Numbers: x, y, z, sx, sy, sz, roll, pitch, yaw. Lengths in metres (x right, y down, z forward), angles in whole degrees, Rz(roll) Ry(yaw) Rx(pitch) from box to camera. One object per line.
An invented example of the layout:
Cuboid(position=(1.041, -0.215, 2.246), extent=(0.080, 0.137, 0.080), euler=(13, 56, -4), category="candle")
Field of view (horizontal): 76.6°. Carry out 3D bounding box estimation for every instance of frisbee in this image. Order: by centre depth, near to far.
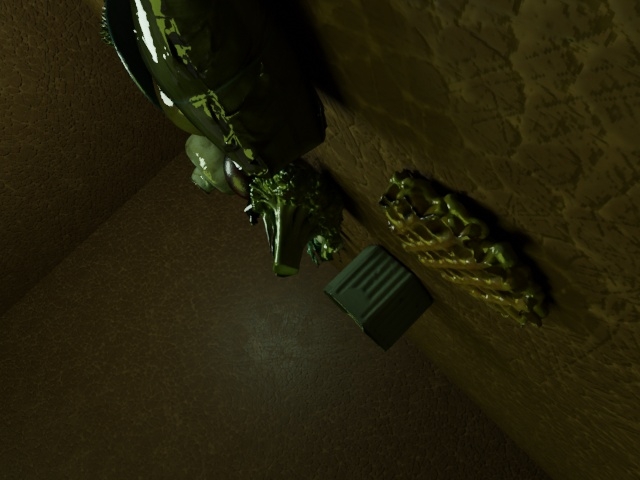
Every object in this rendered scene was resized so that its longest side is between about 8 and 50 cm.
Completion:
Cuboid(position=(-0.354, -0.420, 0.909), extent=(0.289, 0.049, 0.289), euler=(-16, -90, -76), category="frisbee")

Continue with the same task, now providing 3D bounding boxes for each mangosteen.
Cuboid(position=(-0.157, -0.189, 1.050), extent=(0.200, 0.200, 0.200), euler=(45, 175, 5), category="mangosteen")

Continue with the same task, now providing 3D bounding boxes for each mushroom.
Cuboid(position=(-0.492, -0.357, 1.930), extent=(0.352, 0.260, 0.352), euler=(44, -179, -1), category="mushroom")

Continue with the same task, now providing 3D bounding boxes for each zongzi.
Cuboid(position=(-0.168, -0.270, 0.454), extent=(0.323, 0.160, 0.360), euler=(42, 174, 30), category="zongzi")

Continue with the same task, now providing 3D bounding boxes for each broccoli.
Cuboid(position=(-0.065, -0.034, 0.937), extent=(0.247, 0.243, 0.263), euler=(-2, 153, 22), category="broccoli")

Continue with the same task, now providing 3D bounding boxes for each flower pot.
Cuboid(position=(0.148, 0.146, 1.076), extent=(0.239, 0.189, 0.209), euler=(42, 173, 28), category="flower pot")

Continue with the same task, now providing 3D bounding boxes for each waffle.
Cuboid(position=(0.185, 0.017, 0.538), extent=(0.238, 0.059, 0.243), euler=(36, 172, 47), category="waffle")

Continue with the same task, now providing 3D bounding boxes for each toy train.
Cuboid(position=(0.007, -0.004, 1.627), extent=(0.307, 0.126, 0.189), euler=(62, -165, -74), category="toy train")

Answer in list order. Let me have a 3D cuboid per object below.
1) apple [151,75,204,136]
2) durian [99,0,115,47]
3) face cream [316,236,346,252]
Cuboid(position=(-0.249, -0.315, 0.818), extent=(0.188, 0.174, 0.207), euler=(42, 158, 16), category="apple")
Cuboid(position=(-0.574, -0.659, 1.238), extent=(0.169, 0.157, 0.355), euler=(0, -148, -43), category="durian")
Cuboid(position=(-0.020, -0.066, 1.395), extent=(0.269, 0.082, 0.082), euler=(44, 175, 11), category="face cream")
